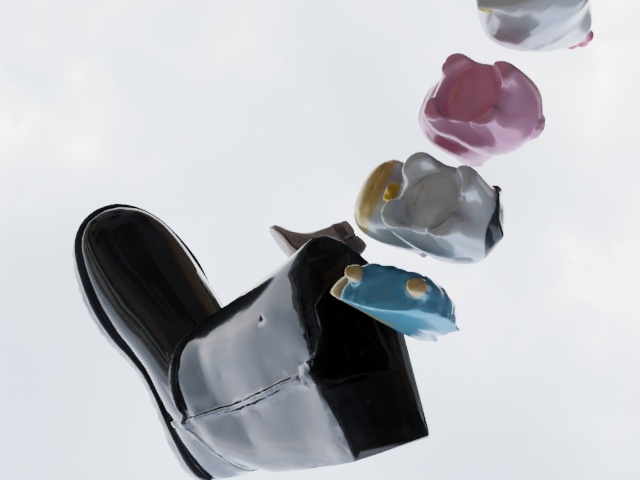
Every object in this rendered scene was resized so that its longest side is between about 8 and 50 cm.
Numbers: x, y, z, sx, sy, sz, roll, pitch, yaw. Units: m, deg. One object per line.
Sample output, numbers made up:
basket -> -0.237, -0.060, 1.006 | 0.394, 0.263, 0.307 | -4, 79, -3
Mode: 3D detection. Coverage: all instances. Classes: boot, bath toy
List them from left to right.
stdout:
boot -> -0.095, 0.079, 1.307 | 0.146, 0.445, 0.367 | -31, -89, -25
boot -> 0.000, 0.000, 1.628 | 0.087, 0.042, 0.118 | -33, -122, -17
bath toy -> 0.130, -0.087, 1.053 | 0.151, 0.129, 0.348 | 22, -96, 41
